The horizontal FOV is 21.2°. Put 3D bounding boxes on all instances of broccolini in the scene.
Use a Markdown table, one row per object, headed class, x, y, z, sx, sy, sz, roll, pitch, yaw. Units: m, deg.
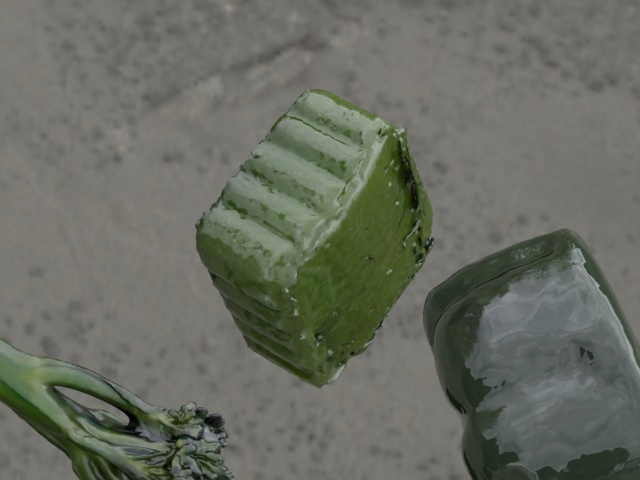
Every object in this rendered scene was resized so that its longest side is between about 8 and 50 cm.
| class | x | y | z | sx | sy | sz | roll | pitch | yaw |
| --- | --- | --- | --- | --- | --- | --- | --- | --- | --- |
| broccolini | -0.125 | 0.048 | 0.701 | 0.216 | 0.058 | 0.067 | 40 | 67 | -8 |

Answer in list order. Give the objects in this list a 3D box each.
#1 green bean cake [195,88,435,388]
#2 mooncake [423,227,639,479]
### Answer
| class | x | y | z | sx | sy | sz | roll | pitch | yaw |
| --- | --- | --- | --- | --- | --- | --- | --- | --- | --- |
| green bean cake | 0.000 | 0.000 | 1.473 | 0.113 | 0.214 | 0.200 | 25 | 70 | 29 |
| mooncake | 0.122 | 0.085 | 0.888 | 0.104 | 0.175 | 0.168 | -26 | 91 | 6 |
